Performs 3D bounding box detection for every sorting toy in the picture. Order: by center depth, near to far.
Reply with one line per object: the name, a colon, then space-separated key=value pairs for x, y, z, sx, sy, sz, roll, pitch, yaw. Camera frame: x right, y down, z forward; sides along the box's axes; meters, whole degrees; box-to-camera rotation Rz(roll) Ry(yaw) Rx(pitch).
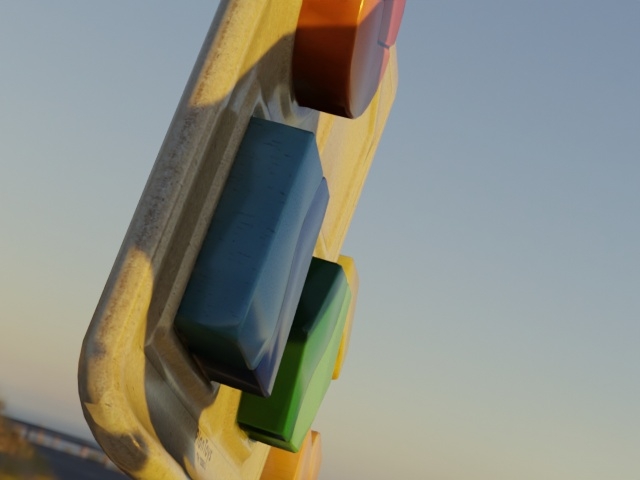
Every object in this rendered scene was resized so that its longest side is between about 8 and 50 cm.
sorting toy: x=0.000 y=0.000 z=0.476 sx=0.041 sy=0.229 sz=0.307 roll=12 pitch=-19 yaw=10
